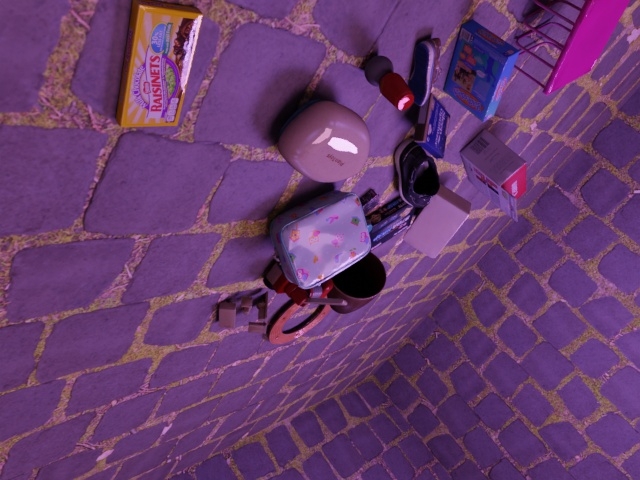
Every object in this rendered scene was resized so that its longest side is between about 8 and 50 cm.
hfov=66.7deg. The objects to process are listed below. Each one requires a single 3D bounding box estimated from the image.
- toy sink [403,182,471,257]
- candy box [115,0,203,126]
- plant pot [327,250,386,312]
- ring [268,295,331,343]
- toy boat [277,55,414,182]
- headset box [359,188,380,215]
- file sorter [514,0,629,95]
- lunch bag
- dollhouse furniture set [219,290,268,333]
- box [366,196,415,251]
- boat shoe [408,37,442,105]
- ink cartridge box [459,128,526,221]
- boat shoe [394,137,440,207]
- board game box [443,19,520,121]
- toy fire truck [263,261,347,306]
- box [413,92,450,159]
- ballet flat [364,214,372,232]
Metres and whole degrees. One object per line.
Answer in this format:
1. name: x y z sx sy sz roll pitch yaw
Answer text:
1. toy sink: 0.450 -0.076 1.884 0.234 0.152 0.131 -60 175 32
2. candy box: -0.261 -0.274 0.780 0.105 0.027 0.206 -12 142 -40
3. plant pot: 0.105 0.174 1.795 0.215 0.215 0.230 -25 155 -29
4. ring: -0.070 0.293 1.941 0.336 0.032 0.337 -32 152 -19
5. toy boat: 0.058 -0.274 1.113 0.318 0.148 0.267 -39 150 15
6. headset box: 0.156 -0.125 1.581 0.083 0.032 0.062 -38 154 -1
7. file sorter: 0.690 -0.608 1.366 0.202 0.182 0.291 -30 152 -18
8. lunch bag: 0.000 0.000 1.369 0.279 0.108 0.224 -28 115 -22
9. dollhouse furniture set: -0.245 0.209 1.571 0.151 0.123 0.144 5 141 -8
10. box: 0.245 -0.065 1.774 0.220 0.051 0.175 -31 152 -21
11. boat shoe: 0.273 -0.422 1.227 0.066 0.066 0.183 -33 153 -18
12. ink cartridge box: 0.688 -0.237 1.851 0.130 0.272 0.309 -44 155 7
13. boat shoe: 0.333 -0.191 1.578 0.127 0.113 0.340 -40 146 -10
14. board game box: 0.416 -0.443 1.283 0.047 0.160 0.210 -31 154 -19
15. toy fire truck: -0.020 0.150 1.528 0.158 0.246 0.217 -51 153 21
16. box: 0.335 -0.325 1.423 0.225 0.036 0.137 12 88 -60
17. ballet flat: 0.031 -0.010 1.518 0.280 0.096 0.095 -28 153 -25
